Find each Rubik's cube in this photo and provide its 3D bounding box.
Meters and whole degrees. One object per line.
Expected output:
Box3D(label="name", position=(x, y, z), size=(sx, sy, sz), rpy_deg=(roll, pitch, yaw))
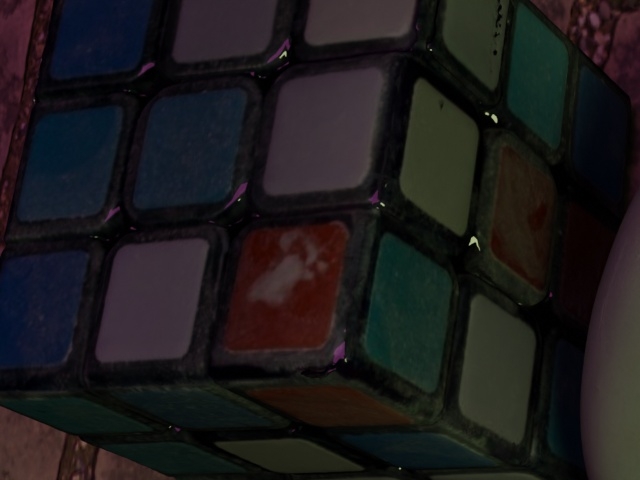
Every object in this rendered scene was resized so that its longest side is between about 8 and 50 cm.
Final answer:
Box3D(label="Rubik's cube", position=(0.000, 0.000, 1.490), size=(0.362, 0.363, 0.359), rpy_deg=(-7, 64, 32))

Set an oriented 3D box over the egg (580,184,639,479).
Box3D(label="egg", position=(0.299, 0.049, 1.335), size=(0.230, 0.230, 0.371), rpy_deg=(28, 92, 40))
